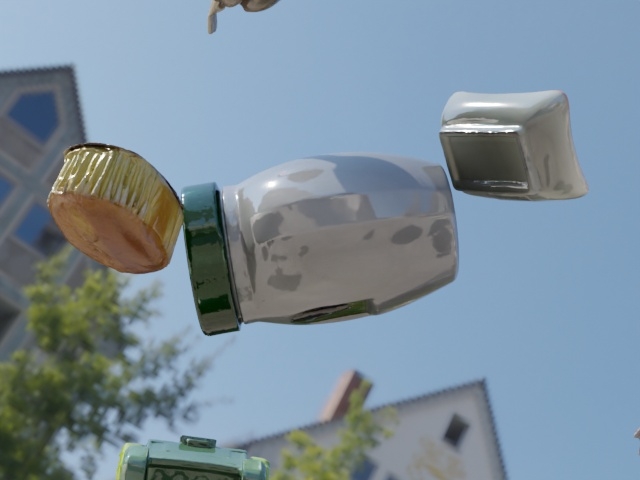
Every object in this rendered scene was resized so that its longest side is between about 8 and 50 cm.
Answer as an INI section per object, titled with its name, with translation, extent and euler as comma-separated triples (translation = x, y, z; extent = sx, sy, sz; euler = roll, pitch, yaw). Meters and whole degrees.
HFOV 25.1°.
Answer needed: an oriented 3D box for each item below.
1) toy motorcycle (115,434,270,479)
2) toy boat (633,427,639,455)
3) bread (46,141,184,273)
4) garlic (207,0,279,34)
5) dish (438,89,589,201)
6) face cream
[toy motorcycle]
translation = -0.172, 0.416, 1.774
extent = 0.191, 0.326, 0.200
euler = 7, 3, -4
[toy boat]
translation = 0.483, 0.209, 1.780
extent = 0.219, 0.072, 0.318
euler = 46, -44, 45
[bread]
translation = -0.251, -0.032, 1.765
extent = 0.132, 0.114, 0.190
euler = 2, -33, 24
[garlic]
translation = -0.110, -0.350, 1.962
extent = 0.127, 0.131, 0.194
euler = 51, -57, 17
[dish]
translation = 0.240, -0.117, 1.905
extent = 0.212, 0.077, 0.151
euler = 6, -61, 50
[face cream]
translation = 0.000, 0.000, 1.954
extent = 0.357, 0.219, 0.312
euler = -9, -12, 0
